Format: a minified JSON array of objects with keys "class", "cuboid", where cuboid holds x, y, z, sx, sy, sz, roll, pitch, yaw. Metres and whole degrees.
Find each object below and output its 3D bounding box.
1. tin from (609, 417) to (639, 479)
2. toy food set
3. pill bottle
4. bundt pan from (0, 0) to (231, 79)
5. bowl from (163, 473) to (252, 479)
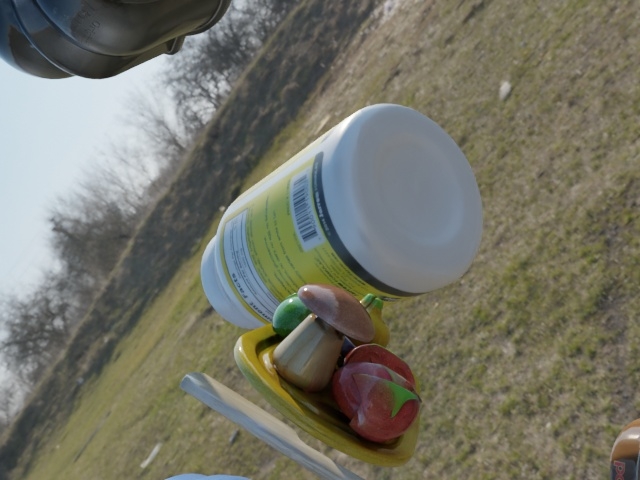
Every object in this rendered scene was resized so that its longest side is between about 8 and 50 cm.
[{"class":"tin","cuboid":[0.308,0.192,0.522,0.040,0.190,0.106,-20,67,62]},{"class":"toy food set","cuboid":[0.020,0.071,0.404,0.071,0.128,0.218,-58,-10,7]},{"class":"pill bottle","cuboid":[0.000,0.000,0.731,0.334,0.188,0.188,-27,27,51]},{"class":"bundt pan","cuboid":[-0.215,-0.253,0.439,0.331,0.331,0.124,-42,11,48]},{"class":"bowl","cuboid":[-0.158,0.421,0.627,0.391,0.077,0.391,-31,-54,-58]}]
